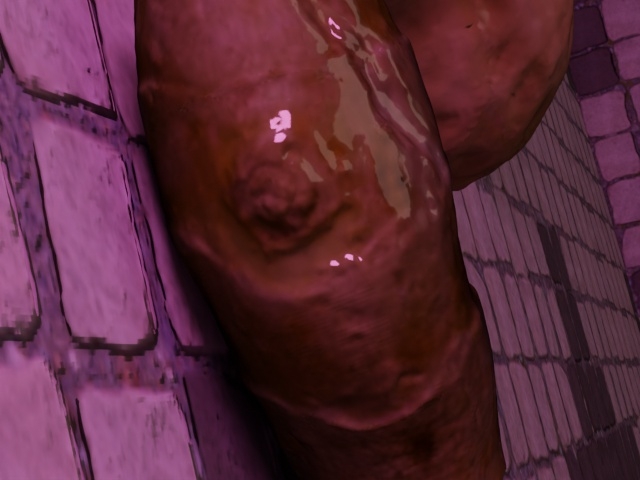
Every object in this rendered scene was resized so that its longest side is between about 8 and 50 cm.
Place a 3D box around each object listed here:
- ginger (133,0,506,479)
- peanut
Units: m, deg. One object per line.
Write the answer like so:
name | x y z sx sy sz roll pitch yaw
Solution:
ginger | 0.000 0.000 0.527 0.109 0.116 0.263 -29 112 -32
peanut | 0.024 -0.180 0.666 0.192 0.169 0.387 -83 153 -43
